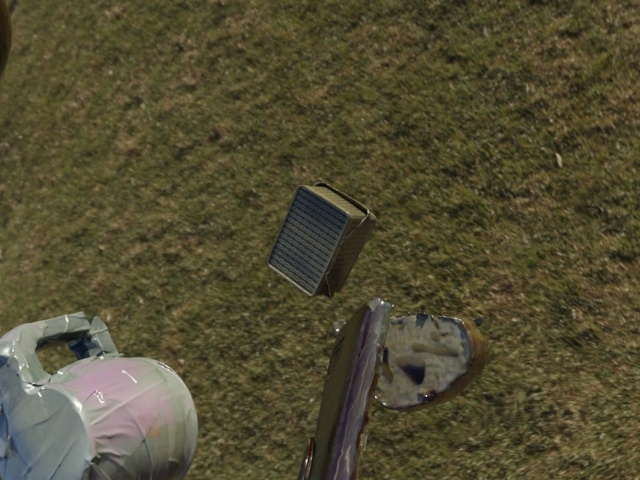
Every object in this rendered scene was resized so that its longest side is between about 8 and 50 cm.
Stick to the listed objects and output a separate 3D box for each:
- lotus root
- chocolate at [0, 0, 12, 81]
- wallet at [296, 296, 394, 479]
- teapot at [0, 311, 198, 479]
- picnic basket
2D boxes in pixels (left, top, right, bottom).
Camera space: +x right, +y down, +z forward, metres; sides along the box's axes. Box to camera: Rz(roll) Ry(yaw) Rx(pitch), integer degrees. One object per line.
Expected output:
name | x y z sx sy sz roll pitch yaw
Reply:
lotus root | 0.149 0.200 1.101 0.260 0.074 0.170 -13 74 26
chocolate | -0.312 -0.168 0.475 0.176 0.177 0.177 -8 73 30
wallet | 0.004 0.161 0.449 0.031 0.122 0.232 16 62 -5
teapot | -0.239 0.176 0.687 0.163 0.178 0.222 -11 78 20
picnic basket | 0.000 0.000 1.038 0.115 0.079 0.164 34 109 28
